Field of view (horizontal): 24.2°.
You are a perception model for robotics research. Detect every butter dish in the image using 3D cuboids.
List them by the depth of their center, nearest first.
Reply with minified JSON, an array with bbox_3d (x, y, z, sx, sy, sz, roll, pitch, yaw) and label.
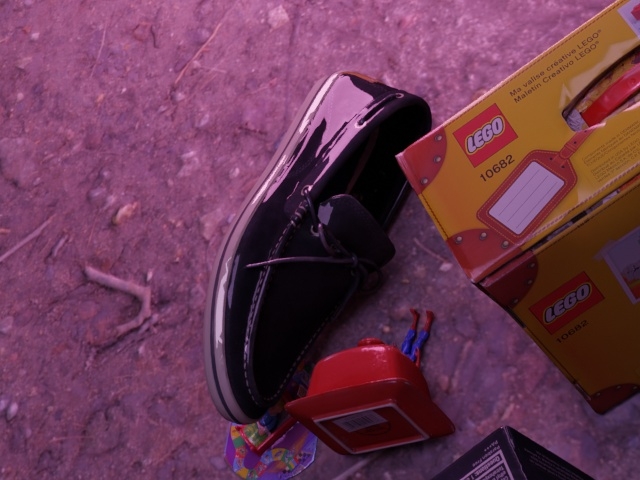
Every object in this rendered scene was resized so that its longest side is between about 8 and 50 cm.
[{"bbox_3d":[0.059,0.169,1.742,0.160,0.160,0.118,-15,55,24],"label":"butter dish"}]

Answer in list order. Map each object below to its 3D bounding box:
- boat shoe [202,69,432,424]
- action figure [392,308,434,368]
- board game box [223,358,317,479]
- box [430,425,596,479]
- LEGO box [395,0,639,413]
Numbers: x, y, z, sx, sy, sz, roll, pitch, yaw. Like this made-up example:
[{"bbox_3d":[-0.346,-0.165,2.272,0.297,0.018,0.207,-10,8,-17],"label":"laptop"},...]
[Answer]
[{"bbox_3d":[0.000,0.000,1.849,0.156,0.187,0.500,9,60,32],"label":"boat shoe"},{"bbox_3d":[0.107,0.139,1.814,0.038,0.030,0.115,6,70,29],"label":"action figure"},{"bbox_3d":[-0.065,0.218,1.867,0.133,0.033,0.169,-4,62,29],"label":"board game box"},{"bbox_3d":[0.165,0.400,1.448,0.296,0.182,0.294,-41,40,20],"label":"box"},{"bbox_3d":[0.390,-0.083,1.547,0.500,0.372,0.193,-35,52,9],"label":"LEGO box"}]
